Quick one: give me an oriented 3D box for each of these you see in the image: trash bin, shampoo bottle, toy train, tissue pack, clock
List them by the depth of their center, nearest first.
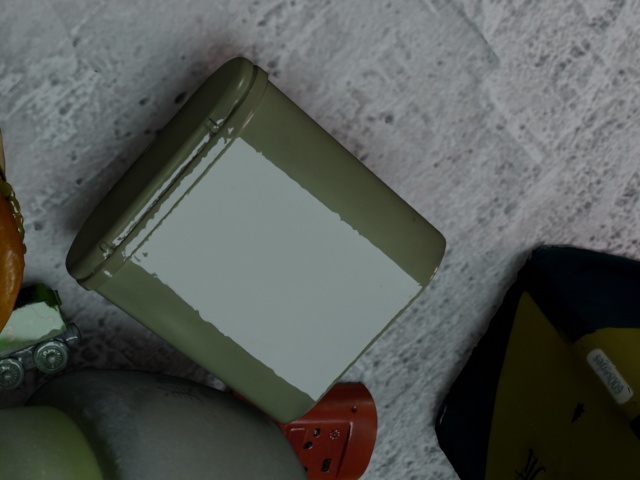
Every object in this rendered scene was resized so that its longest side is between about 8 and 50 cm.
[{"bbox_3d":[-0.055,0.008,1.420,0.247,0.121,0.243,40,102,-16],"label":"trash bin"},{"bbox_3d":[-0.315,0.103,1.457,0.202,0.060,0.081,-21,112,-9],"label":"toy train"},{"bbox_3d":[-0.174,0.276,1.469,0.317,0.322,0.322,3,121,-33],"label":"shampoo bottle"},{"bbox_3d":[0.320,0.228,1.584,0.253,0.416,0.264,11,117,-28],"label":"tissue pack"},{"bbox_3d":[-0.023,0.204,1.652,0.155,0.061,0.113,-1,122,-25],"label":"clock"}]

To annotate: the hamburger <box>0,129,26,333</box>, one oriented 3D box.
[{"bbox_3d":[-0.361,-0.026,1.247,0.291,0.225,0.291,-10,131,-11],"label":"hamburger"}]
